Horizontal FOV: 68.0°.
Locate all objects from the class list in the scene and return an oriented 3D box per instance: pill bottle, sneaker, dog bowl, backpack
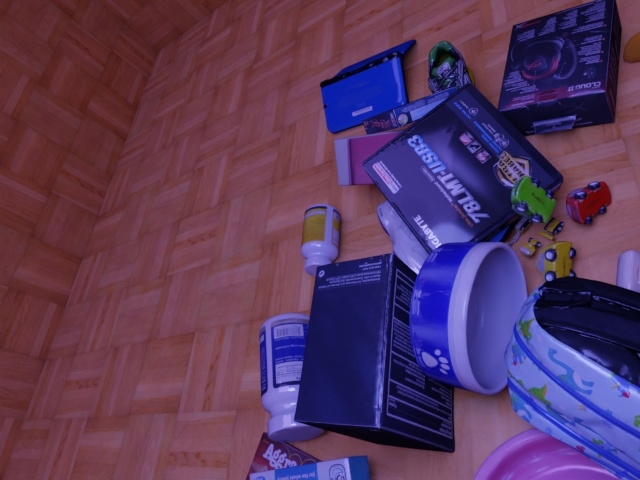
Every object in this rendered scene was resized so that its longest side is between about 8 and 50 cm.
[{"bbox_3d":[-0.065,0.319,1.113,0.153,0.153,0.265,-27,49,26],"label":"pill bottle"},{"bbox_3d":[0.000,0.000,1.296,0.103,0.103,0.184,-17,54,33],"label":"pill bottle"},{"bbox_3d":[0.332,-0.367,1.211,0.134,0.146,0.343,-26,50,27],"label":"sneaker"},{"bbox_3d":[0.274,0.134,0.855,0.104,0.265,0.265,1,65,44],"label":"dog bowl"},{"bbox_3d":[0.440,0.195,0.652,0.355,0.273,0.290,36,45,21],"label":"backpack"},{"bbox_3d":[0.234,-0.016,1.095,0.152,0.114,0.305,-37,46,19],"label":"sneaker"}]

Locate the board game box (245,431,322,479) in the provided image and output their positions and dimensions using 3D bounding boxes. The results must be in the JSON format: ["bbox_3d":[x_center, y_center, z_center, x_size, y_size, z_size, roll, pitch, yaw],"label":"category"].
[{"bbox_3d":[-0.055,0.546,1.053,0.281,0.027,0.145,5,67,43],"label":"board game box"}]

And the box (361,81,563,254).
[{"bbox_3d":[0.288,-0.137,1.006,0.293,0.073,0.295,-36,69,6],"label":"box"}]

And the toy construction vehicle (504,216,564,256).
[{"bbox_3d":[0.437,-0.010,0.978,0.098,0.035,0.086,-48,43,-6],"label":"toy construction vehicle"}]

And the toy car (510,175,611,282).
[{"bbox_3d":[0.424,-0.046,0.885,0.239,0.225,0.053,-62,24,-8],"label":"toy car"}]

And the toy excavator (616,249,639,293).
[{"bbox_3d":[0.673,0.031,0.580,0.445,0.433,0.222,12,71,15],"label":"toy excavator"}]

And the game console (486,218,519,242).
[{"bbox_3d":[0.360,-0.064,1.031,0.124,0.085,0.144,34,87,11],"label":"game console"}]

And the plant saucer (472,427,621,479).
[{"bbox_3d":[0.373,0.429,0.659,0.332,0.084,0.332,-18,37,14],"label":"plant saucer"}]

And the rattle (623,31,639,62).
[{"bbox_3d":[0.757,-0.467,0.991,0.130,0.143,0.200,33,70,16],"label":"rattle"}]

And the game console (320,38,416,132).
[{"bbox_3d":[0.165,-0.494,1.525,0.293,0.173,0.250,-9,89,38],"label":"game console"}]

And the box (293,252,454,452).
[{"bbox_3d":[0.120,0.224,0.907,0.182,0.296,0.294,-13,56,35],"label":"box"}]

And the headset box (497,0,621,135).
[{"bbox_3d":[0.534,-0.368,1.062,0.218,0.110,0.293,-2,63,41],"label":"headset box"}]

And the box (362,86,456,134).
[{"bbox_3d":[0.215,-0.315,1.175,0.159,0.044,0.233,-23,12,-8],"label":"box"}]

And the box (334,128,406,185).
[{"bbox_3d":[0.173,-0.213,1.222,0.232,0.148,0.127,3,103,43],"label":"box"}]

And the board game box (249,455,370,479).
[{"bbox_3d":[-0.008,0.607,0.898,0.254,0.079,0.336,-24,59,28],"label":"board game box"}]
